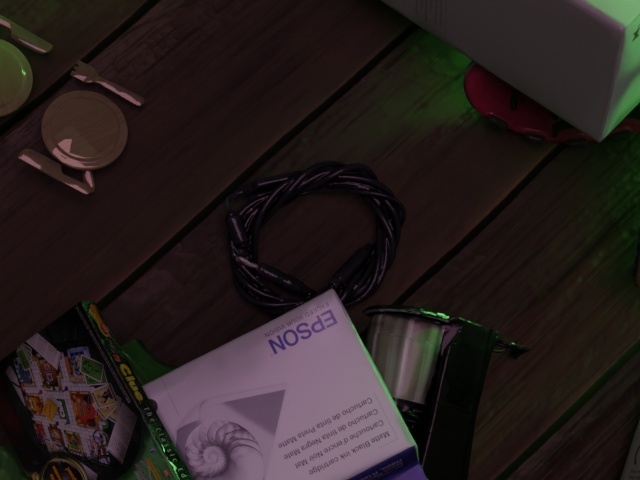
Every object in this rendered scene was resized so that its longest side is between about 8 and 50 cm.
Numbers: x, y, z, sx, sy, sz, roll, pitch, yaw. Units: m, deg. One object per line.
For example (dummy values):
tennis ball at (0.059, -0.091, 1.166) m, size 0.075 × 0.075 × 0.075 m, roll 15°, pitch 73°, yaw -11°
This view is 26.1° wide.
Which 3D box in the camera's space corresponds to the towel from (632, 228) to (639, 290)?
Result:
towel at (0.490, -0.078, 1.319) m, size 0.370 × 0.040 × 0.272 m, roll -3°, pitch 118°, yaw -7°

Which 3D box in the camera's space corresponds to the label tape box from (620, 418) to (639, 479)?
label tape box at (0.398, 0.171, 1.281) m, size 0.105 × 0.240 × 0.334 m, roll 25°, pitch 77°, yaw -12°

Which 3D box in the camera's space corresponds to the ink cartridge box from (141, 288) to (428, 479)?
ink cartridge box at (-0.035, 0.190, 1.232) m, size 0.223 × 0.045 × 0.224 m, roll -28°, pitch 81°, yaw -5°

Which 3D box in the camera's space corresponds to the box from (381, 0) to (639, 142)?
box at (0.203, -0.294, 1.327) m, size 0.345 × 0.168 × 0.215 m, roll 38°, pitch 66°, yaw 23°

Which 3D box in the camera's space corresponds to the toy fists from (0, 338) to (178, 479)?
toy fists at (-0.221, 0.228, 1.296) m, size 0.279 × 0.096 × 0.142 m, roll -40°, pitch 78°, yaw -9°

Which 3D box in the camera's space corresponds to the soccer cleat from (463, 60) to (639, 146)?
soccer cleat at (0.314, -0.175, 1.425) m, size 0.331 × 0.116 × 0.143 m, roll 3°, pitch 45°, yaw 5°

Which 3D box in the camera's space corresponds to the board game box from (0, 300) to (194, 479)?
board game box at (-0.192, 0.197, 1.214) m, size 0.136 × 0.030 × 0.260 m, roll -34°, pitch 77°, yaw 16°

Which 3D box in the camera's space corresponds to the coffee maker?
coffee maker at (0.109, 0.165, 1.323) m, size 0.171 × 0.120 × 0.178 m, roll 13°, pitch 79°, yaw -4°

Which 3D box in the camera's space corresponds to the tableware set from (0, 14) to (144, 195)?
tableware set at (-0.286, -0.131, 1.385) m, size 0.194 × 0.039 × 0.128 m, roll 29°, pitch 66°, yaw -5°

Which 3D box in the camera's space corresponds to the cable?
cable at (0.000, 0.000, 1.381) m, size 0.184 × 0.047 × 0.151 m, roll -11°, pitch 81°, yaw -8°
